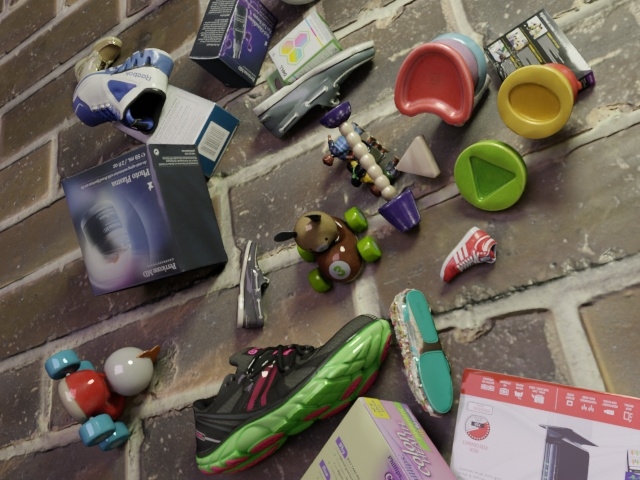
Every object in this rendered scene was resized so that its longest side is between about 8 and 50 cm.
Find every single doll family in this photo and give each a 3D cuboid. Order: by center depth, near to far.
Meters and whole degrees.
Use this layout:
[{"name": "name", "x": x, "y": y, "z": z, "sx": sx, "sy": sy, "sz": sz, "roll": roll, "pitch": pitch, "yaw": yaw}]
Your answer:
[{"name": "doll family", "x": 0.084, "y": -0.169, "z": 1.262, "sx": 0.111, "sy": 0.076, "sz": 0.193, "roll": -51, "pitch": 50, "yaw": 13}]

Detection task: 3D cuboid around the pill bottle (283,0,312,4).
[{"name": "pill bottle", "x": -0.097, "y": -0.769, "z": 1.508, "sx": 0.188, "sy": 0.188, "sz": 0.334, "roll": -37, "pitch": 58, "yaw": 17}]

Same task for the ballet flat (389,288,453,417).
[{"name": "ballet flat", "x": 0.179, "y": 0.204, "z": 1.077, "sx": 0.077, "sy": 0.091, "sz": 0.241, "roll": -46, "pitch": 45, "yaw": 49}]

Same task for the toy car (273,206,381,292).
[{"name": "toy car", "x": 0.000, "y": 0.000, "z": 1.181, "sx": 0.155, "sy": 0.188, "sz": 0.149, "roll": -33, "pitch": 59, "yaw": 19}]

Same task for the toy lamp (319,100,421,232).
[{"name": "toy lamp", "x": 0.102, "y": -0.139, "z": 1.166, "sx": 0.080, "sy": 0.080, "sz": 0.274, "roll": -35, "pitch": 92, "yaw": 18}]

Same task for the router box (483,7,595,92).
[{"name": "router box", "x": 0.408, "y": -0.331, "z": 1.123, "sx": 0.133, "sy": 0.046, "sz": 0.179, "roll": -31, "pitch": 60, "yaw": 20}]

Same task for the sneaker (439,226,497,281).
[{"name": "sneaker", "x": 0.272, "y": 0.037, "z": 1.085, "sx": 0.067, "sy": 0.042, "sz": 0.118, "roll": 38, "pitch": 93, "yaw": 39}]

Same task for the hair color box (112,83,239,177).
[{"name": "hair color box", "x": -0.390, "y": -0.312, "z": 1.589, "sx": 0.347, "sy": 0.105, "sz": 0.174, "roll": 29, "pitch": 91, "yaw": 36}]

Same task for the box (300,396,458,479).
[{"name": "box", "x": 0.088, "y": 0.422, "z": 0.966, "sx": 0.243, "sy": 0.117, "sz": 0.213, "roll": -59, "pitch": 37, "yaw": 17}]

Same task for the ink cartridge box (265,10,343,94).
[{"name": "ink cartridge box", "x": -0.057, "y": -0.441, "z": 1.447, "sx": 0.209, "sy": 0.062, "sz": 0.109, "roll": -36, "pitch": 59, "yaw": 18}]

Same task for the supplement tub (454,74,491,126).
[{"name": "supplement tub", "x": 0.278, "y": -0.286, "z": 1.175, "sx": 0.071, "sy": 0.071, "sz": 0.107, "roll": 36, "pitch": 95, "yaw": 36}]

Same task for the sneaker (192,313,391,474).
[{"name": "sneaker", "x": -0.080, "y": 0.271, "z": 1.145, "sx": 0.483, "sy": 0.185, "sz": 0.202, "roll": -36, "pitch": 62, "yaw": 16}]

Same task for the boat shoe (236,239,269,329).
[{"name": "boat shoe", "x": -0.149, "y": 0.100, "z": 1.336, "sx": 0.065, "sy": 0.075, "sz": 0.206, "roll": 7, "pitch": 66, "yaw": -10}]

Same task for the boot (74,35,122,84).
[{"name": "boot", "x": -0.697, "y": -0.527, "z": 1.878, "sx": 0.213, "sy": 0.077, "sz": 0.165, "roll": -28, "pitch": 60, "yaw": 28}]

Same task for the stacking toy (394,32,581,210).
[{"name": "stacking toy", "x": 0.294, "y": -0.224, "z": 1.093, "sx": 0.309, "sy": 0.130, "sz": 0.279, "roll": 26, "pitch": 130, "yaw": 24}]

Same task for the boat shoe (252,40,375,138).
[{"name": "boat shoe", "x": -0.002, "y": -0.348, "z": 1.380, "sx": 0.319, "sy": 0.099, "sz": 0.116, "roll": -29, "pitch": 16, "yaw": 14}]

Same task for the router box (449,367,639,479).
[{"name": "router box", "x": 0.365, "y": 0.369, "z": 0.887, "sx": 0.336, "sy": 0.082, "sz": 0.301, "roll": 3, "pitch": 75, "yaw": 33}]

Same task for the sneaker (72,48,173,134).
[{"name": "sneaker", "x": -0.514, "y": -0.352, "z": 1.540, "sx": 0.316, "sy": 0.127, "sz": 0.182, "roll": -20, "pitch": 62, "yaw": 25}]

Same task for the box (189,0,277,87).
[{"name": "box", "x": -0.219, "y": -0.518, "z": 1.523, "sx": 0.108, "sy": 0.153, "sz": 0.207, "roll": 12, "pitch": 81, "yaw": 34}]

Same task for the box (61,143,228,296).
[{"name": "box", "x": -0.415, "y": -0.047, "z": 1.410, "sx": 0.296, "sy": 0.183, "sz": 0.294, "roll": -16, "pitch": 91, "yaw": 28}]

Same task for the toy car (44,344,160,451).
[{"name": "toy car", "x": -0.473, "y": 0.331, "z": 1.407, "sx": 0.238, "sy": 0.210, "sz": 0.219, "roll": -32, "pitch": 69, "yaw": -14}]
